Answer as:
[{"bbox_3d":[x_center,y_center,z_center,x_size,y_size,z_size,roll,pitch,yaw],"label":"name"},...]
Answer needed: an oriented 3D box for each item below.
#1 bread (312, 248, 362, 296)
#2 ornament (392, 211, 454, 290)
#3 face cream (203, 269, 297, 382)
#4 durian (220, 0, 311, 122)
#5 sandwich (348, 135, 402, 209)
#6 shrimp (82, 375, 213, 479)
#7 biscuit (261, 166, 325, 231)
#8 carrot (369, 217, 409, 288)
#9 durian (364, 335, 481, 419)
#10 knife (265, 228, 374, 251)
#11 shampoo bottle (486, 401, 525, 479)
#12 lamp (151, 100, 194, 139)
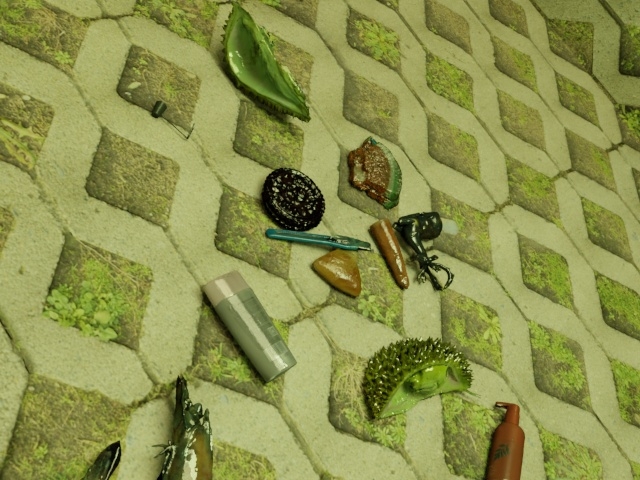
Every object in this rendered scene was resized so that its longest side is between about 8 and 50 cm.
[{"bbox_3d":[0.042,0.068,1.882,0.136,0.054,0.154,9,54,-23],"label":"bread"},{"bbox_3d":[0.323,0.036,2.055,0.202,0.080,0.236,-8,64,-46],"label":"ornament"},{"bbox_3d":[-0.161,0.196,1.657,0.107,0.073,0.269,-25,76,-45],"label":"face cream"},{"bbox_3d":[-0.139,-0.498,2.042,0.163,0.198,0.394,-27,79,-41],"label":"durian"},{"bbox_3d":[0.166,-0.218,2.124,0.159,0.079,0.235,14,55,-24],"label":"sandwich"},{"bbox_3d":[-0.332,0.467,1.379,0.272,0.085,0.444,17,57,-15],"label":"shrimp"},{"bbox_3d":[-0.072,-0.111,1.925,0.195,0.053,0.194,16,53,-23],"label":"biscuit"},{"bbox_3d":[0.203,0.042,1.999,0.061,0.061,0.209,-10,71,-36],"label":"carrot"},{"bbox_3d":[0.252,0.338,1.821,0.356,0.157,0.169,-4,99,-33],"label":"durian"},{"bbox_3d":[0.001,-0.002,1.884,0.297,0.026,0.044,7,44,-15],"label":"knife"},{"bbox_3d":[0.479,0.528,1.830,0.085,0.085,0.244,31,47,-11],"label":"shampoo bottle"},{"bbox_3d":[-0.392,-0.316,1.879,0.121,0.041,0.054,29,58,-9],"label":"lamp"}]
